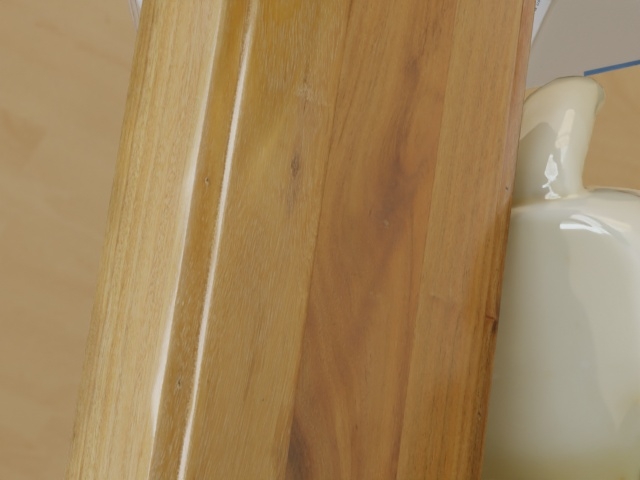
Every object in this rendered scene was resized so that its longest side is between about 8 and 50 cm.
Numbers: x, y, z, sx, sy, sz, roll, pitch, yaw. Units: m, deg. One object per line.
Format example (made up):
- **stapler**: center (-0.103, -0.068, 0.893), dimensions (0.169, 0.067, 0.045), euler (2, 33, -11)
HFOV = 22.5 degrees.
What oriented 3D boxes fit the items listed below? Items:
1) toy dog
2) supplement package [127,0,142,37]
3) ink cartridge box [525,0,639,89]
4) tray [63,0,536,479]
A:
- **toy dog**: center (0.203, 0.124, 1.001), dimensions (0.285, 0.395, 0.408), euler (-23, 161, 28)
- **supplement package**: center (-0.072, -0.140, 1.149), dimensions (0.105, 0.179, 0.105), euler (-16, 135, -8)
- **ink cartridge box**: center (0.168, -0.263, 1.278), dimensions (0.171, 0.232, 0.168), euler (-15, 142, -35)
- **tray**: center (0.000, 0.000, 0.781), dimensions (0.203, 0.411, 0.076), euler (17, 167, -39)
